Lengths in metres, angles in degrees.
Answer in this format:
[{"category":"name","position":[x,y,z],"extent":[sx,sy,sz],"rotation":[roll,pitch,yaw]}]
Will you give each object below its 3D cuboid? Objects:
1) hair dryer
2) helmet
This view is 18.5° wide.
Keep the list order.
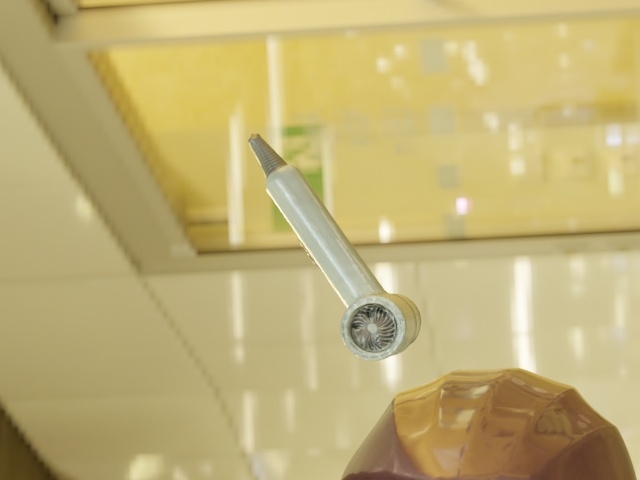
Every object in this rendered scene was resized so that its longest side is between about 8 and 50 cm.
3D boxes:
[{"category":"hair dryer","position":[-0.002,-0.002,1.266],"extent":[0.183,0.044,0.155],"rotation":[53,-177,4]},{"category":"helmet","position":[0.144,0.209,1.652],"extent":[0.338,0.271,0.197],"rotation":[-49,-38,-55]}]
